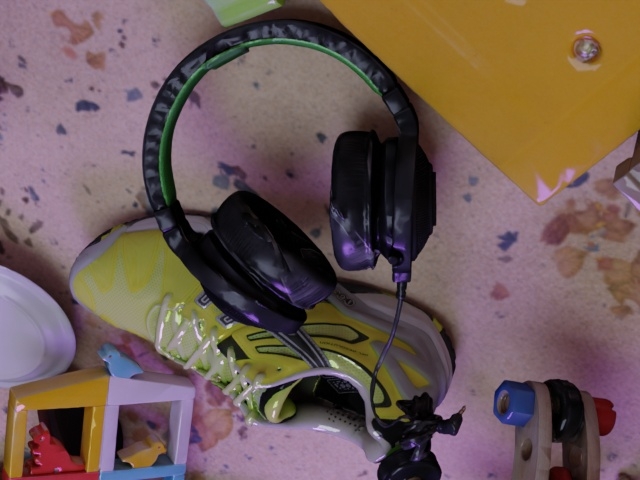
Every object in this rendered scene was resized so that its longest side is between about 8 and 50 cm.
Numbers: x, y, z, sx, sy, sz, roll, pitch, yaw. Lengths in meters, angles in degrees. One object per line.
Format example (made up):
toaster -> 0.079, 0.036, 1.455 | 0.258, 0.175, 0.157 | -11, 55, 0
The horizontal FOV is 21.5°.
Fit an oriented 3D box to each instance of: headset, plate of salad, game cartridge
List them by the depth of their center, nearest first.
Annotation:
game cartridge -> 0.166, -0.217, 1.373 | 0.324, 0.052, 0.285 | 43, 127, -9
headset -> 0.000, 0.000, 1.458 | 0.243, 0.185, 0.394 | -27, 97, 9
plate of salad -> -0.348, 0.081, 1.757 | 0.200, 0.048, 0.200 | 8, 134, 8

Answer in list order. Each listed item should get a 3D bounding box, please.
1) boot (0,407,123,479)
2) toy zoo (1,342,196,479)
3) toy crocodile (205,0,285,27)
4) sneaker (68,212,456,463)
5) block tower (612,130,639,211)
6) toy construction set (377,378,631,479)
boot -> -0.340, 0.257, 1.880 | 0.280, 0.096, 0.264 | 0, 131, 28
toy zoo -> -0.232, 0.242, 1.742 | 0.192, 0.030, 0.293 | -2, 111, -25
toy crocodile -> -0.131, -0.322, 1.364 | 0.115, 0.105, 0.340 | -13, 119, 27
sneaker -> -0.066, 0.089, 1.605 | 0.385, 0.147, 0.145 | 17, 129, 9
block tower -> 0.388, -0.126, 1.327 | 0.091, 0.097, 0.335 | 44, 125, -13
toy construction set -> 0.216, 0.300, 1.531 | 0.257, 0.237, 0.309 | -40, 133, 20
